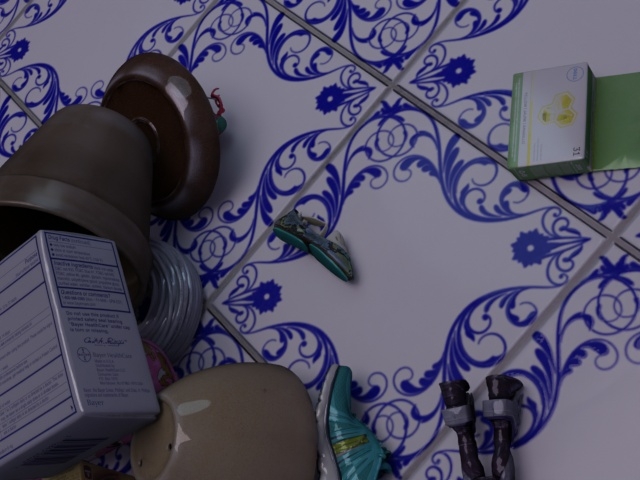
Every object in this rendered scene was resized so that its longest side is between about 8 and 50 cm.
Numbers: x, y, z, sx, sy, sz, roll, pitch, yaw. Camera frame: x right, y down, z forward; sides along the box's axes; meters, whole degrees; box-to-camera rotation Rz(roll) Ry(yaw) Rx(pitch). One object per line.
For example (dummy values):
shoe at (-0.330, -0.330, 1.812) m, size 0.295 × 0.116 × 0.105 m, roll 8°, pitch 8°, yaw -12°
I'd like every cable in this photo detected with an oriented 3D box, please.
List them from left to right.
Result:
cable at (-0.328, 0.120, 1.826) m, size 0.257 × 0.089 × 0.257 m, roll 33°, pitch 88°, yaw 36°

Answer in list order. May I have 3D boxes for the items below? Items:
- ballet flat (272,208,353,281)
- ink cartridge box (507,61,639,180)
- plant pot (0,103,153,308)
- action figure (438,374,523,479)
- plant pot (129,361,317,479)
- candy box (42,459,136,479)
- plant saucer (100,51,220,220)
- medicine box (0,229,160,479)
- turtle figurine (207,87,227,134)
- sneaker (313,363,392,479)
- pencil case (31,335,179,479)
ballet flat at (0.000, 0.000, 1.703) m, size 0.188 × 0.070 × 0.070 m, roll 34°, pitch 87°, yaw 34°
ink cartridge box at (0.405, -0.185, 1.552) m, size 0.235 × 0.056 × 0.171 m, roll -6°, pitch 65°, yaw 31°
plant pot at (-0.416, -0.067, 1.742) m, size 0.323 × 0.323 × 0.280 m, roll -9°, pitch 49°, yaw 27°
action figure at (0.231, 0.328, 1.394) m, size 0.185 × 0.099 × 0.285 m, roll -9°, pitch 68°, yaw 20°
plant pot at (-0.166, 0.307, 1.519) m, size 0.284 × 0.191 × 0.284 m, roll -24°, pitch 58°, yaw 46°
candy box at (-0.322, 0.512, 1.578) m, size 0.088 × 0.183 × 0.316 m, roll -28°, pitch 56°, yaw 18°
plant saucer at (-0.307, -0.183, 1.870) m, size 0.311 × 0.050 × 0.310 m, roll 13°, pitch 111°, yaw 36°
medicine box at (-0.404, 0.173, 1.519) m, size 0.263 × 0.149 × 0.289 m, roll -32°, pitch 64°, yaw 30°
turtle figurine at (-0.258, -0.208, 1.921) m, size 0.234 × 0.118 × 0.175 m, roll 1°, pitch 105°, yaw 35°
sneaker at (0.050, 0.316, 1.519) m, size 0.110 × 0.107 × 0.275 m, roll -9°, pitch 67°, yaw 6°
pencil case at (-0.412, 0.297, 1.711) m, size 0.386 × 0.167 × 0.160 m, roll -30°, pitch 18°, yaw 28°
